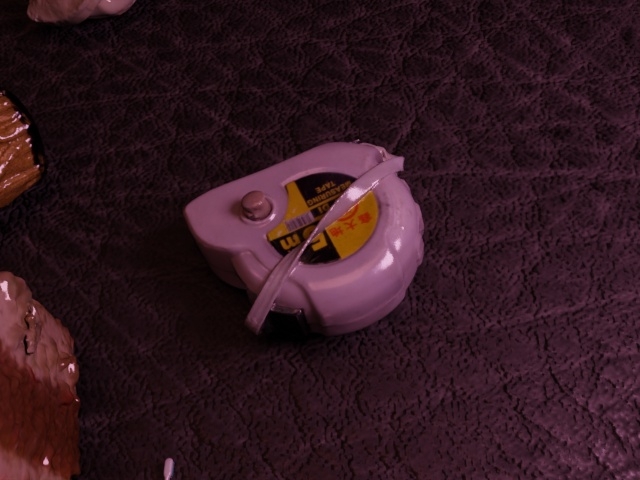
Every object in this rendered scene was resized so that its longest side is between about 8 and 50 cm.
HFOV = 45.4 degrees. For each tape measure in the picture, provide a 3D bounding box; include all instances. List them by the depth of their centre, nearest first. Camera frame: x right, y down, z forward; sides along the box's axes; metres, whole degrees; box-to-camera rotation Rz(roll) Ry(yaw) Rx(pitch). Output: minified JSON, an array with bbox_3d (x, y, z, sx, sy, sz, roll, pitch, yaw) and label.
[{"bbox_3d":[0.000,0.000,0.761,0.236,0.120,0.197,-24,55,-5],"label":"tape measure"}]

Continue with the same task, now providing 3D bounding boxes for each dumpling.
[{"bbox_3d":[-0.303,-0.340,0.995,0.199,0.118,0.136,-23,56,15],"label":"dumpling"}]

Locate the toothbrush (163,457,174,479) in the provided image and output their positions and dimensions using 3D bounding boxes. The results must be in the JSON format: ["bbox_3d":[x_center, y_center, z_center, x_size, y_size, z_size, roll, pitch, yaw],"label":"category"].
[{"bbox_3d":[-0.139,0.260,0.677,0.011,0.013,0.131,-7,59,11],"label":"toothbrush"}]

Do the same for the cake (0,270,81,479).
[{"bbox_3d":[-0.345,0.166,0.607,0.282,0.256,0.290,-6,63,-1],"label":"cake"}]

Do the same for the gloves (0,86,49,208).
[{"bbox_3d":[-0.465,-0.044,0.799,0.356,0.155,0.203,-42,61,-16],"label":"gloves"}]
